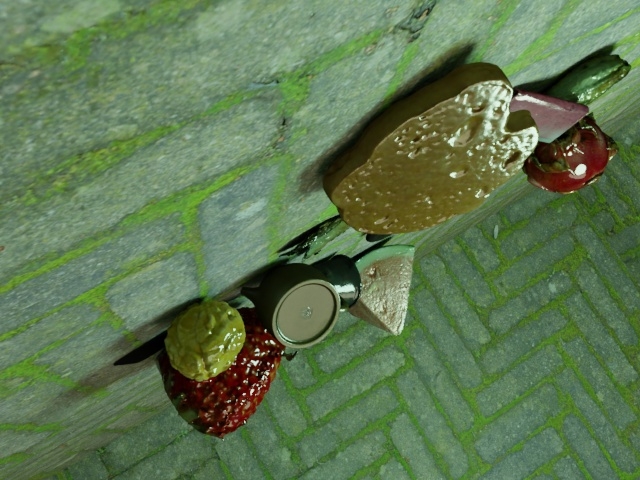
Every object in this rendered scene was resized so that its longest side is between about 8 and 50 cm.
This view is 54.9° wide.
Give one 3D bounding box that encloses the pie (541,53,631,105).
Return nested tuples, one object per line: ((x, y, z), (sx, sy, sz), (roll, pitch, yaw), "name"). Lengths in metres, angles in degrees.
((0.573, -0.322, 1.416), (0.277, 0.078, 0.277), (-29, 169, -6), "pie")

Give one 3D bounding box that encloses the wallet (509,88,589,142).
((0.443, -0.256, 1.278), (0.232, 0.025, 0.119), (2, 152, -33), "wallet")

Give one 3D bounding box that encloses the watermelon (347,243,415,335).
((0.194, 0.141, 2.061), (0.283, 0.293, 0.250), (-23, 137, -38), "watermelon")

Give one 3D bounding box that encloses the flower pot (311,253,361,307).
((0.026, 0.123, 1.727), (0.107, 0.157, 0.157), (-9, 157, -38), "flower pot")

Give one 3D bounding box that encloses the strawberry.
((-0.210, 0.306, 1.495), (0.343, 0.292, 0.292), (-35, 171, -17), "strawberry")

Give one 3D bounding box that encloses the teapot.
((-0.058, 0.137, 1.464), (0.268, 0.175, 0.185), (7, 110, -32), "teapot")

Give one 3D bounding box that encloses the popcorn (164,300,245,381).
((-0.239, 0.214, 1.299), (0.180, 0.180, 0.170), (-23, -177, -41), "popcorn")

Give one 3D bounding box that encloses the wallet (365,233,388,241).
((0.211, -0.075, 1.607), (0.170, 0.044, 0.321), (-28, 169, -9), "wallet")

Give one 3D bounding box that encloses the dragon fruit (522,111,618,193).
((0.699, -0.246, 1.745), (0.250, 0.250, 0.315), (-30, 162, -9), "dragon fruit")

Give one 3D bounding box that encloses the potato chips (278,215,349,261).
((-0.002, -0.004, 1.385), (0.202, 0.029, 0.220), (-37, 171, 24), "potato chips")

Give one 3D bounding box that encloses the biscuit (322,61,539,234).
((0.183, -0.128, 0.978), (0.312, 0.057, 0.351), (10, 138, -38), "biscuit")

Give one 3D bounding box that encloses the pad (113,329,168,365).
((-0.356, 0.227, 1.479), (0.267, 0.004, 0.181), (-32, 169, 0), "pad")

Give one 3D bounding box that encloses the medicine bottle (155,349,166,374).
((-0.339, 0.310, 1.677), (0.189, 0.088, 0.132), (-25, 167, -32), "medicine bottle")
